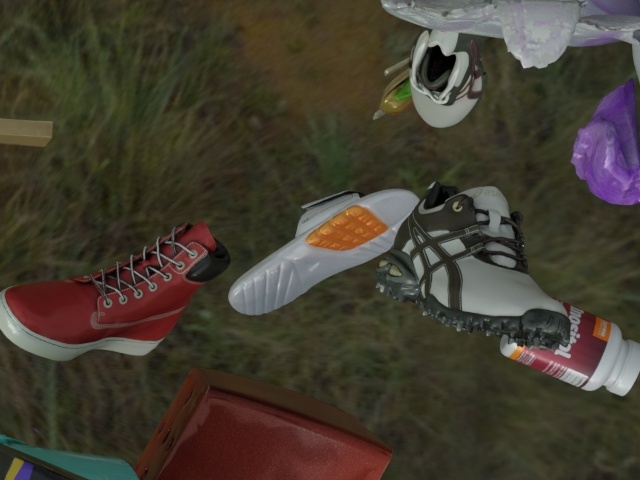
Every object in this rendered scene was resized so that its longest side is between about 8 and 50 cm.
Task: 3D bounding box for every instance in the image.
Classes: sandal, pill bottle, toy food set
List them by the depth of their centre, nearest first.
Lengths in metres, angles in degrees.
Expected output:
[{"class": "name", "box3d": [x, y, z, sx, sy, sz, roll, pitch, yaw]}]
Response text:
[{"class": "pill bottle", "box3d": [0.292, 0.121, 1.767, 0.152, 0.086, 0.086, 23, 81, -2]}, {"class": "sandal", "box3d": [-0.005, -0.005, 1.873, 0.265, 0.076, 0.102, -29, 139, 6]}, {"class": "toy food set", "box3d": [0.135, -0.205, 2.037, 0.132, 0.192, 0.038, -28, 79, -9]}]

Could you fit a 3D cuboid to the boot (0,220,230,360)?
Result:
[{"class": "boot", "box3d": [-0.203, 0.037, 1.543, 0.176, 0.244, 0.088, -44, 66, 24]}]

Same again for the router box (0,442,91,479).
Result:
[{"class": "router box", "box3d": [-0.217, 0.267, 1.416, 0.243, 0.309, 0.081, 27, 79, -18]}]

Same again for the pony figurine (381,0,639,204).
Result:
[{"class": "pony figurine", "box3d": [0.182, -0.077, 0.657, 0.302, 0.351, 0.363, -17, 104, 1]}]

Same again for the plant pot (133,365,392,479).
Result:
[{"class": "plant pot", "box3d": [-0.099, 0.305, 1.956, 0.235, 0.267, 0.267, 30, 88, -12]}]

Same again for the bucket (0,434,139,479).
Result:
[{"class": "bucket", "box3d": [-0.323, 0.364, 1.741, 0.183, 0.281, 0.281, 7, 84, -31]}]

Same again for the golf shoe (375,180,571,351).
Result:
[{"class": "golf shoe", "box3d": [0.100, 0.011, 0.981, 0.077, 0.198, 0.094, 18, 94, -29]}]

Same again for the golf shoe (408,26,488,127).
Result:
[{"class": "golf shoe", "box3d": [0.142, -0.210, 1.849, 0.105, 0.273, 0.120, 29, 62, 12]}]

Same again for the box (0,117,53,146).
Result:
[{"class": "box", "box3d": [-0.402, -0.125, 1.697, 0.201, 0.164, 0.021, 4, 89, -13]}]
